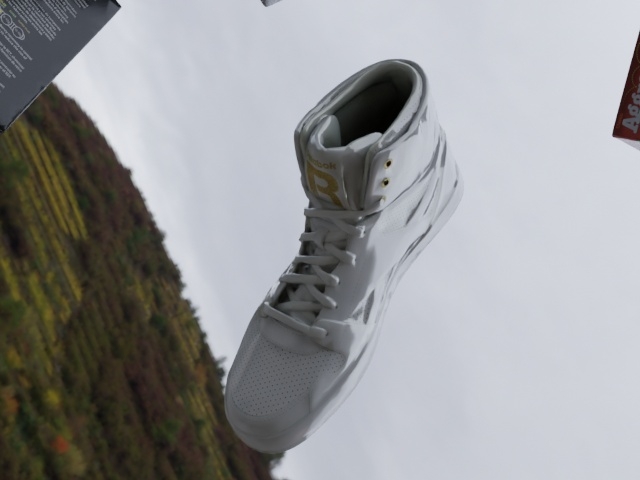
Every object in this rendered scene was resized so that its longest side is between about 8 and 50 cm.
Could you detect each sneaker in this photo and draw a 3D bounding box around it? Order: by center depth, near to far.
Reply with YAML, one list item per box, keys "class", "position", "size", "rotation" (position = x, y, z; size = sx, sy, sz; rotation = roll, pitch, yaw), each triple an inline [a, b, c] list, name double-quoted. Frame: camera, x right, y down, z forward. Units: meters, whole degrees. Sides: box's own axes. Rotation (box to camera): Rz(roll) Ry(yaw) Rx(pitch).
- class: "sneaker"
  position: [0.000, 0.000, 0.614]
  size: [0.108, 0.292, 0.169]
  rotation: [21, -23, 29]

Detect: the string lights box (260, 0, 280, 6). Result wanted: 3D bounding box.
- class: "string lights box"
  position: [-0.009, -0.313, 0.659]
  size: [0.076, 0.133, 0.259]
  rotation: [59, -11, 17]

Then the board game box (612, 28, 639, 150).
- class: "board game box"
  position: [0.291, -0.132, 0.659]
  size: [0.027, 0.281, 0.145]
  rotation: [16, -83, 31]

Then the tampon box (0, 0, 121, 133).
- class: "tampon box"
  position: [-0.251, -0.149, 0.613]
  size: [0.120, 0.161, 0.101]
  rotation: [-15, -55, 39]
